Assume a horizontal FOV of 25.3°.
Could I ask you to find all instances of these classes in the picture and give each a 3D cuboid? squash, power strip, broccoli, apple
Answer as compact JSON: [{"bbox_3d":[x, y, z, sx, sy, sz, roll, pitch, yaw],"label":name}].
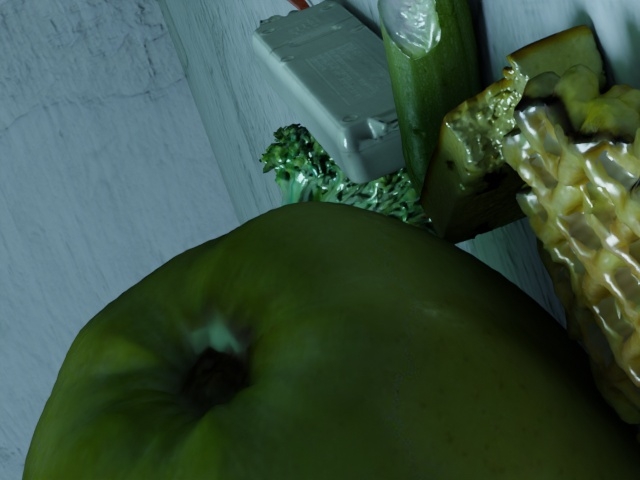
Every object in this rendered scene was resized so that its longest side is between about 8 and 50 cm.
[{"bbox_3d":[0.086,-0.113,1.054,0.069,0.069,0.238,-121,13,-44],"label":"squash"},{"bbox_3d":[0.019,-0.143,1.269,0.338,0.098,0.058,-125,14,-59],"label":"power strip"},{"bbox_3d":[0.000,0.000,1.325,0.219,0.194,0.194,109,140,-61],"label":"broccoli"},{"bbox_3d":[0.012,0.213,0.972,0.473,0.474,0.473,159,90,-81],"label":"apple"}]

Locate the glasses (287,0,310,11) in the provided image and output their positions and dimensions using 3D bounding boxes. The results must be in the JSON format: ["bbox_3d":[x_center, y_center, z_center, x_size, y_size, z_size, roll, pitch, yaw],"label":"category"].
[{"bbox_3d":[0.016,-0.128,1.528,0.234,0.118,0.268,82,-176,-61],"label":"glasses"}]

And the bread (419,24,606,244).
[{"bbox_3d":[0.120,-0.061,0.920,0.226,0.088,0.049,94,155,-72],"label":"bread"}]

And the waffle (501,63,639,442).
[{"bbox_3d":[0.197,0.043,0.765,0.281,0.058,0.300,52,166,41],"label":"waffle"}]
